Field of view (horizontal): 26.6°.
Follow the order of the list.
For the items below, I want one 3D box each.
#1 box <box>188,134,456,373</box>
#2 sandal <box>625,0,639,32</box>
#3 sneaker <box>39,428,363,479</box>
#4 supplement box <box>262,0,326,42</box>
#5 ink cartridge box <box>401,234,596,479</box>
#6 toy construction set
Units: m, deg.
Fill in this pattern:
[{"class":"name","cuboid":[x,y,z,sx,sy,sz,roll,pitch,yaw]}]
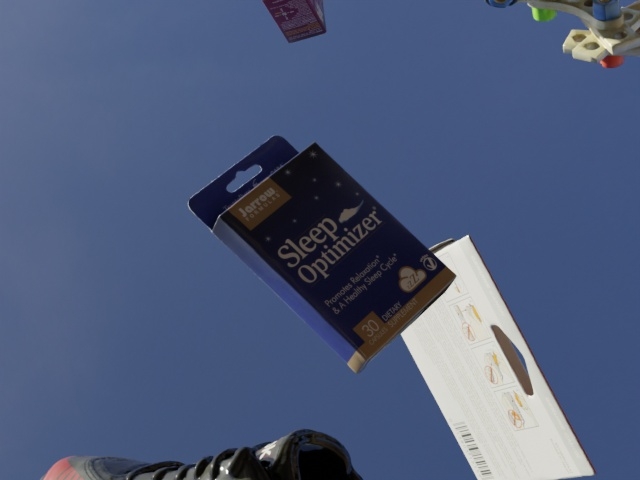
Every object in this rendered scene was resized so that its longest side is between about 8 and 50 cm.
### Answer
[{"class":"box","cuboid":[0.000,0.000,1.245,0.225,0.036,0.136,43,-124,10]},{"class":"sandal","cuboid":[0.455,-0.266,1.627,0.240,0.079,0.088,-23,-145,-12]},{"class":"sneaker","cuboid":[-0.049,0.158,0.763,0.276,0.097,0.135,16,-78,33]},{"class":"supplement box","cuboid":[-0.028,-0.241,1.321,0.043,0.083,0.055,-14,-121,14]},{"class":"ink cartridge box","cuboid":[0.185,0.128,1.441,0.060,0.239,0.275,-27,-93,-26]},{"class":"toy construction set","cuboid":[0.277,-0.352,1.511,0.215,0.328,0.151,-5,-156,14]}]
